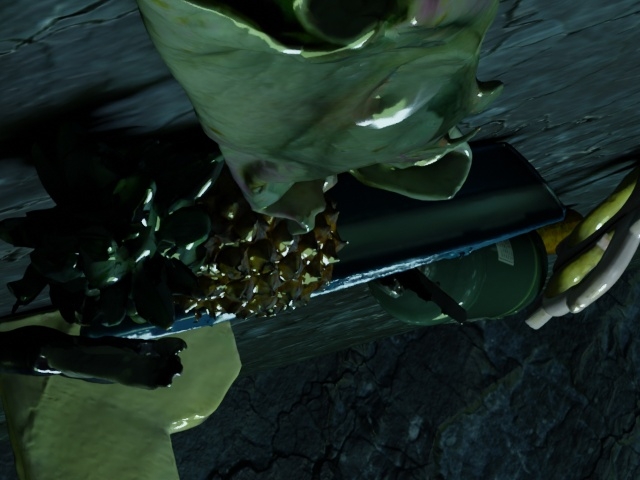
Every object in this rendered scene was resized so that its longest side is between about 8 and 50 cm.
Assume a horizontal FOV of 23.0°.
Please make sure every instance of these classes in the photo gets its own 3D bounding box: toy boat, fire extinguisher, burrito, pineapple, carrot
[{"bbox_3d":[0.000,0.000,0.924,0.299,0.062,0.096,-14,172,-10],"label":"toy boat"},{"bbox_3d":[0.092,0.018,1.167,0.093,0.118,0.294,-54,163,12],"label":"fire extinguisher"},{"bbox_3d":[0.005,-0.055,0.476,0.096,0.066,0.309,-15,171,3],"label":"burrito"},{"bbox_3d":[-0.049,-0.005,0.671,0.103,0.083,0.221,-1,180,24],"label":"pineapple"},{"bbox_3d":[0.181,-0.003,1.429,0.170,0.042,0.042,-7,169,-42],"label":"carrot"}]

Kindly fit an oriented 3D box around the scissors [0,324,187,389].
[{"bbox_3d":[-0.086,0.042,0.569,0.109,0.022,0.300,4,175,-17],"label":"scissors"}]

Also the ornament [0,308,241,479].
[{"bbox_3d":[-0.163,0.111,1.113,0.180,0.201,0.059,34,153,-18],"label":"ornament"}]

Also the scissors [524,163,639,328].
[{"bbox_3d":[0.256,-0.031,1.209,0.160,0.024,0.317,-59,-173,-37],"label":"scissors"}]
